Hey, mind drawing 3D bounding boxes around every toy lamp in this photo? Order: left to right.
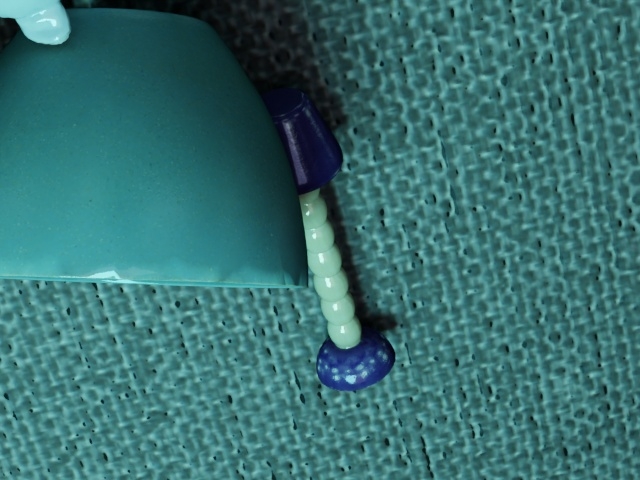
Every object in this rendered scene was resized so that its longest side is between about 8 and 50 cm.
[{"bbox_3d":[0.000,0.000,1.547,0.080,0.080,0.275,-15,124,5],"label":"toy lamp"}]

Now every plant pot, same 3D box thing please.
[{"bbox_3d":[-0.150,-0.066,1.399,0.290,0.290,0.195,2,87,-7],"label":"plant pot"}]

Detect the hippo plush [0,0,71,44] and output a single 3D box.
[{"bbox_3d":[-0.149,-0.239,1.268,0.234,0.294,0.236,34,125,0],"label":"hippo plush"}]
